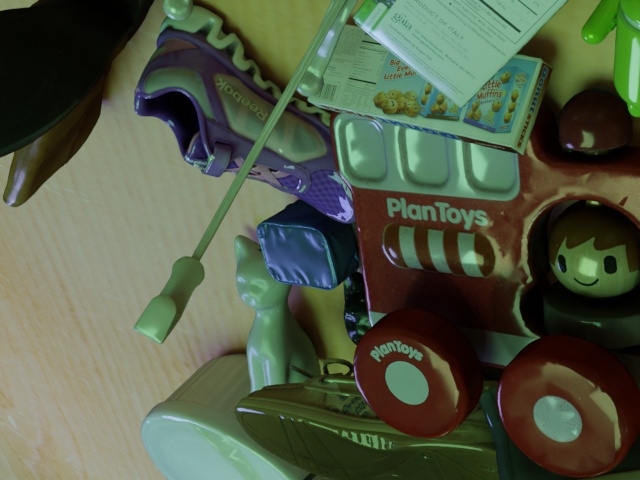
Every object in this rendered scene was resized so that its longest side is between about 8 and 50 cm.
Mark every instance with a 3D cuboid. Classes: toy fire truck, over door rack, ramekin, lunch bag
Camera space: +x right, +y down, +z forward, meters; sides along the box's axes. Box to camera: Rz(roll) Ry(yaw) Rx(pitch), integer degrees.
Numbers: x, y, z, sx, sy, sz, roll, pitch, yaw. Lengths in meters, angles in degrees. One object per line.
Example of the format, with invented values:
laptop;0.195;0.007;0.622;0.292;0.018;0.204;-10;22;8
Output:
toy fire truck;0.150;0.013;0.809;0.302;0.169;0.253;7;118;36
over door rack;-0.123;-0.132;0.736;0.239;0.324;0.108;30;177;0
ramekin;-0.073;0.254;1.329;0.273;0.127;0.273;25;146;19
lunch bag;0.000;0.000;1.002;0.098;0.065;0.067;9;122;38

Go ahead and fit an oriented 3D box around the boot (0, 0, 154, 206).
boot;-0.247;-0.108;0.915;0.096;0.264;0.280;30;147;-9

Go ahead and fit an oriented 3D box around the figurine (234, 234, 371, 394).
figurine;0.003;0.098;1.115;0.215;0.092;0.209;18;134;27

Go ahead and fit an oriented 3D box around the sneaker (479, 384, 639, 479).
sneaker;0.248;0.158;0.918;0.083;0.222;0.118;116;144;-55

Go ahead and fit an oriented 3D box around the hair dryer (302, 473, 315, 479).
hair dryer;0.060;0.326;1.244;0.080;0.224;0.293;-114;15;-48

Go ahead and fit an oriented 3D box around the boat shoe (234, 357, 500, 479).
boat shoe;0.056;0.169;1.025;0.285;0.089;0.104;5;139;25

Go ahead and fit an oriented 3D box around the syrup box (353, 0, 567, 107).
syrup box;0.122;-0.187;0.625;0.096;0.093;0.237;39;147;-2

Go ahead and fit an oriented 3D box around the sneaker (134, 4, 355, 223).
sneaker;-0.062;-0.084;0.917;0.236;0.104;0.095;39;146;-6

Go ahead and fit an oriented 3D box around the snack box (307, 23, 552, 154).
snack box;0.073;-0.111;0.780;0.178;0.064;0.022;18;178;36

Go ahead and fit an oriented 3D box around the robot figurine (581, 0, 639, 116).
robot figurine;0.210;-0.121;0.650;0.101;0.067;0.115;38;154;36

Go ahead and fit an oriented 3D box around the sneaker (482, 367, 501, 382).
sneaker;0.213;0.253;1.045;0.330;0.146;0.122;39;151;0
